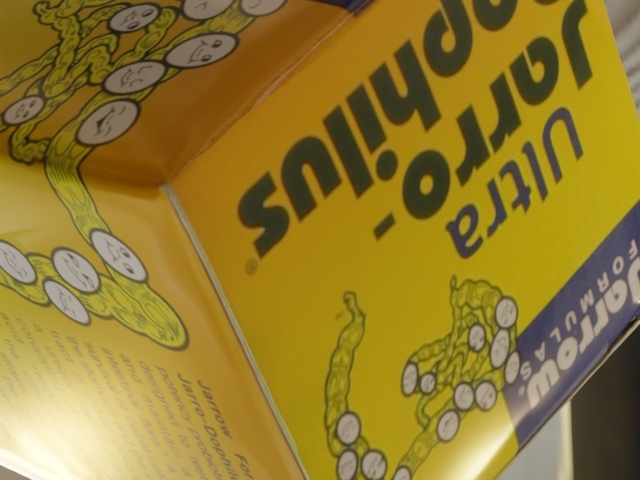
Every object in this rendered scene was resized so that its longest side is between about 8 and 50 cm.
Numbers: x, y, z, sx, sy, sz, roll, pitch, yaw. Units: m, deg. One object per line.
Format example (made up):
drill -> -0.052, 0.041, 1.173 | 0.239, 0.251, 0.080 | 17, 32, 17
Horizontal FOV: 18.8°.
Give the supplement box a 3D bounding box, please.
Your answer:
supplement box -> -0.076, -0.033, 0.747 | 0.356, 0.194, 0.195 | 15, -41, 43
